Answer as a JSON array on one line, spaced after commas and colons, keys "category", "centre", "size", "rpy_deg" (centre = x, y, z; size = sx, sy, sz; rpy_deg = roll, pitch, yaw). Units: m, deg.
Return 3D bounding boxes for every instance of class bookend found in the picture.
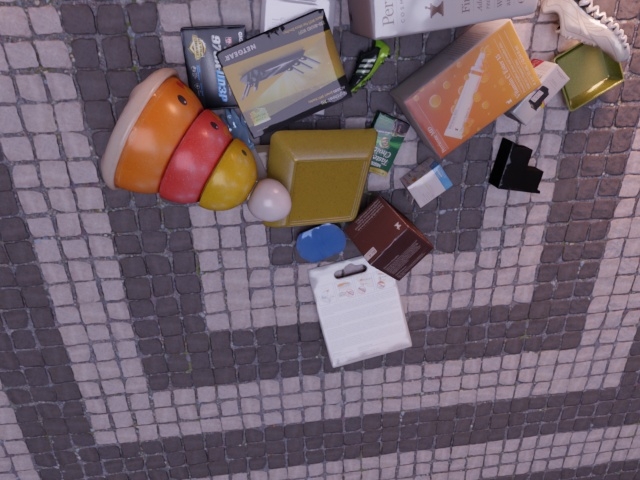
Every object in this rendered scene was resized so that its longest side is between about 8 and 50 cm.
[{"category": "bookend", "centre": [0.660, -0.245, 1.585], "size": [0.156, 0.072, 0.157], "rpy_deg": [5, 114, -11]}]

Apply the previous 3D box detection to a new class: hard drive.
[{"category": "hard drive", "centre": [-0.074, -0.524, 1.367], "size": [0.202, 0.040, 0.308], "rpy_deg": [3, 115, -9]}]

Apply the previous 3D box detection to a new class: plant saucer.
[{"category": "plant saucer", "centre": [0.007, -0.165, 1.448], "size": [0.332, 0.081, 0.333], "rpy_deg": [-7, 132, -21]}, {"category": "plant saucer", "centre": [0.817, -0.528, 1.485], "size": [0.188, 0.045, 0.188], "rpy_deg": [-31, 115, 7]}]

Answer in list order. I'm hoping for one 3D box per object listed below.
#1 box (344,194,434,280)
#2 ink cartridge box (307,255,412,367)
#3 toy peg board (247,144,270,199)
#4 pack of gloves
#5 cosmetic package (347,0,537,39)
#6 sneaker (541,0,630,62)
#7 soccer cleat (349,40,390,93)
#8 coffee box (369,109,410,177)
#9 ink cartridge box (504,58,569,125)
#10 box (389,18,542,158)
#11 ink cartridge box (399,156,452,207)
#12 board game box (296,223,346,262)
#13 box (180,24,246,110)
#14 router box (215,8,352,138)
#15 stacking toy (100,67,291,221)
[{"category": "box", "centre": [0.222, -0.004, 1.547], "size": [0.168, 0.167, 0.203], "rpy_deg": [-45, 141, 12]}, {"category": "ink cartridge box", "centre": [0.141, 0.243, 1.763], "size": [0.308, 0.091, 0.385], "rpy_deg": [-15, 100, 0]}, {"category": "toy peg board", "centre": [-0.198, -0.212, 1.492], "size": [0.161, 0.079, 0.161], "rpy_deg": [-4, 101, -6]}, {"category": "pack of gloves", "centre": [-0.286, -0.260, 1.413], "size": [0.195, 0.046, 0.232], "rpy_deg": [-19, 99, 10]}, {"category": "cosmetic package", "centre": [0.270, -0.696, 1.173], "size": [0.393, 0.327, 0.330], "rpy_deg": [-11, 117, -2]}, {"category": "sneaker", "centre": [0.759, -0.611, 1.383], "size": [0.292, 0.110, 0.118], "rpy_deg": [48, 112, 2]}, {"category": "soccer cleat", "centre": [0.126, -0.504, 1.402], "size": [0.072, 0.060, 0.179], "rpy_deg": [44, 107, 0]}, {"category": "coffee box", "centre": [0.193, -0.300, 1.511], "size": [0.113, 0.040, 0.184], "rpy_deg": [19, 112, -16]}, {"category": "ink cartridge box", "centre": [0.631, -0.448, 1.453], "size": [0.072, 0.127, 0.175], "rpy_deg": [33, 108, -23]}, {"category": "box", "centre": [0.414, -0.443, 1.402], "size": [0.345, 0.168, 0.215], "rpy_deg": [-37, 115, 10]}, {"category": "ink cartridge box", "centre": [0.332, -0.183, 1.558], "size": [0.143, 0.092, 0.090], "rpy_deg": [-35, 115, 9]}, {"category": "board game box", "centre": [0.000, 0.000, 1.627], "size": [0.168, 0.033, 0.133], "rpy_deg": [-23, 125, 7]}, {"category": "box", "centre": [-0.287, -0.483, 1.351], "size": [0.175, 0.051, 0.220], "rpy_deg": [-5, 116, -6]}, {"category": "router box", "centre": [-0.096, -0.454, 1.323], "size": [0.308, 0.081, 0.243], "rpy_deg": [-23, 117, 1]}, {"category": "stacking toy", "centre": [-0.292, -0.197, 1.297], "size": [0.479, 0.351, 0.351], "rpy_deg": [28, 109, -12]}]
